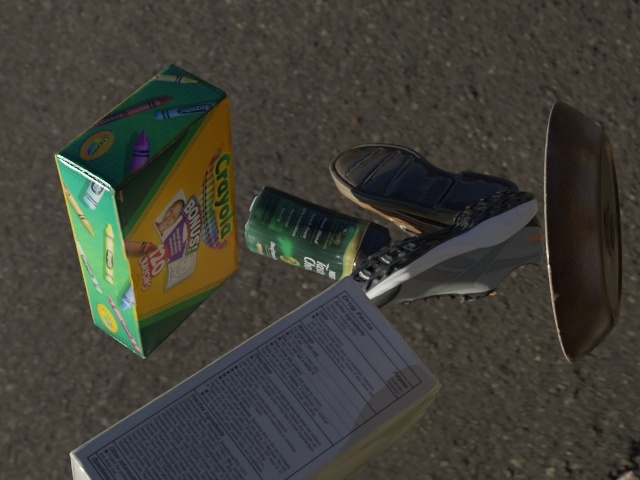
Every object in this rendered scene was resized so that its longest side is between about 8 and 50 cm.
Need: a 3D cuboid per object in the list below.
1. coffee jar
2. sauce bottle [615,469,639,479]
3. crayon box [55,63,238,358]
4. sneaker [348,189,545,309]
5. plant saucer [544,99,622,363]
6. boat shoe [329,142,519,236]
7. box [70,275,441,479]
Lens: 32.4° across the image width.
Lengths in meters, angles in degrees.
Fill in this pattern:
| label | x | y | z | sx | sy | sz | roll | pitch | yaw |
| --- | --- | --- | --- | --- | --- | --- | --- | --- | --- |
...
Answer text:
| label | x | y | z | sx | sy | sz | roll | pitch | yaw |
| --- | --- | --- | --- | --- | --- | --- | --- | --- | --- |
| coffee jar | 0.000 | 0.000 | 1.409 | 0.184 | 0.096 | 0.079 | 19 | 68 | 10 |
| sauce bottle | 0.184 | 0.349 | 1.016 | 0.344 | 0.111 | 0.111 | -36 | 58 | 3 |
| crayon box | -0.171 | -0.024 | 1.153 | 0.081 | 0.278 | 0.165 | 30 | 56 | 22 |
| sneaker | 0.148 | 0.037 | 1.308 | 0.271 | 0.100 | 0.108 | -24 | 105 | -7 |
| plant saucer | 0.202 | -0.008 | 0.829 | 0.036 | 0.198 | 0.199 | -4 | 75 | 20 |
| boat shoe | 0.139 | -0.044 | 1.493 | 0.307 | 0.104 | 0.111 | 24 | 59 | 40 |
| box | -0.057 | 0.182 | 1.008 | 0.311 | 0.121 | 0.148 | -30 | 69 | -24 |
